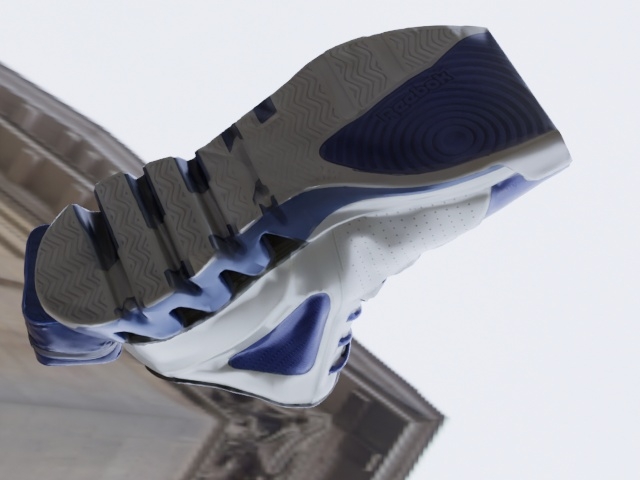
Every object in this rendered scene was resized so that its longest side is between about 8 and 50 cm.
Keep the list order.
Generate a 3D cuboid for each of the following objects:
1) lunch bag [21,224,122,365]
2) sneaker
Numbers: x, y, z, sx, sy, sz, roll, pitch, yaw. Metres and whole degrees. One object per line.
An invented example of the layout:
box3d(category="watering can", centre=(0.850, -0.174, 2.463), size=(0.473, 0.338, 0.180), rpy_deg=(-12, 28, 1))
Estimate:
box3d(category="lunch bag", centre=(-0.172, 0.037, 0.987), size=(0.067, 0.065, 0.098), rpy_deg=(0, -129, -4))
box3d(category="sneaker", centre=(-0.001, 0.001, 0.880), size=(0.315, 0.182, 0.127), rpy_deg=(-24, -126, 3))
